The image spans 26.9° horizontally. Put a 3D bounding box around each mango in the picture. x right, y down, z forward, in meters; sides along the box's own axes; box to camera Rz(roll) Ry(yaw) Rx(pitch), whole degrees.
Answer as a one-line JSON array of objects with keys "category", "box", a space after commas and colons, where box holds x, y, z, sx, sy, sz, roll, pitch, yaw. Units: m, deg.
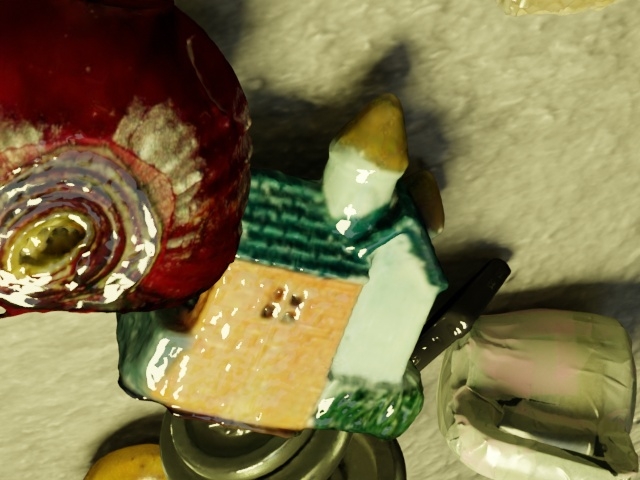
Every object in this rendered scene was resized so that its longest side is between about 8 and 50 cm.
[{"category": "mango", "box": [-0.167, 0.279, 1.382, 0.157, 0.109, 0.262, -4, 137, 5]}]

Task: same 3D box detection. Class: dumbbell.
[{"category": "dumbbell", "box": [-0.031, 0.202, 1.246, 0.192, 0.192, 0.290, -21, 137, 11]}]

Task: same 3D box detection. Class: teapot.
[{"category": "teapot", "box": [0.191, 0.165, 1.247, 0.178, 0.222, 0.163, 9, 141, -6]}]

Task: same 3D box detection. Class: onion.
[{"category": "onion", "box": [-0.141, -0.072, 0.878, 0.207, 0.216, 0.206, 5, 114, -16]}]

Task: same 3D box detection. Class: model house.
[{"category": "model house", "box": [0.000, 0.000, 1.054, 0.253, 0.184, 0.291, 15, 121, -21]}]

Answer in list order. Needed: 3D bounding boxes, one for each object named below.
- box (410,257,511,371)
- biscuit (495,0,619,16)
[{"category": "box", "box": [0.114, 0.077, 1.205, 0.027, 0.125, 0.126, 44, 127, 3]}, {"category": "biscuit", "box": [0.188, -0.307, 0.771, 0.144, 0.078, 0.426, -7, 142, -8]}]
